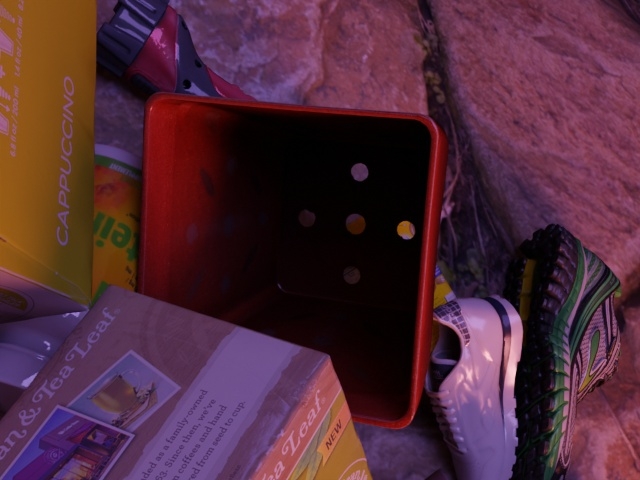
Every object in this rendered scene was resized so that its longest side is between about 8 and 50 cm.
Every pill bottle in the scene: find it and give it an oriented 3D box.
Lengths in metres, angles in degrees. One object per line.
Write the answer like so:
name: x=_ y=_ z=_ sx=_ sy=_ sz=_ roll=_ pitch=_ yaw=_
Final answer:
pill bottle: x=-0.230 y=0.043 z=0.987 sx=0.136 sy=0.136 sz=0.246 roll=29 pitch=61 yaw=-15

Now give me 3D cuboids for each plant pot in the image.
plant pot: x=0.000 y=0.000 z=1.012 sx=0.236 sy=0.267 sz=0.267 roll=-21 pitch=117 yaw=-69

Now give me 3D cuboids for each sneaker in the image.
sneaker: x=0.156 y=0.175 z=1.143 sx=0.094 sy=0.090 sz=0.235 roll=-7 pitch=100 yaw=-29
sneaker: x=0.288 y=0.149 z=1.222 sx=0.146 sy=0.134 sz=0.343 roll=28 pitch=60 yaw=-16

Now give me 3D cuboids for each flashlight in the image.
flashlight: x=-0.104 y=-0.160 z=1.159 sx=0.304 sy=0.103 sz=0.103 roll=32 pitch=23 yaw=-16

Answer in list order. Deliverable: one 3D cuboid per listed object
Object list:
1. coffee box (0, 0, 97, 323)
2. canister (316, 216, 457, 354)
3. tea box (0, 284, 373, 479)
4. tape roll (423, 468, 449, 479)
coffee box: x=-0.388 y=-0.122 z=0.771 sx=0.334 sy=0.338 sz=0.338 roll=-9 pitch=70 yaw=17
canister: x=0.080 y=0.052 z=1.186 sx=0.126 sy=0.073 sz=0.170 roll=-30 pitch=88 yaw=-33
tea box: x=-0.125 y=0.274 z=0.816 sx=0.329 sy=0.220 sz=0.323 roll=-56 pitch=146 yaw=-31
tape roll: x=0.151 y=0.323 z=0.982 sx=0.072 sy=0.219 sz=0.219 roll=-36 pitch=90 yaw=-3
